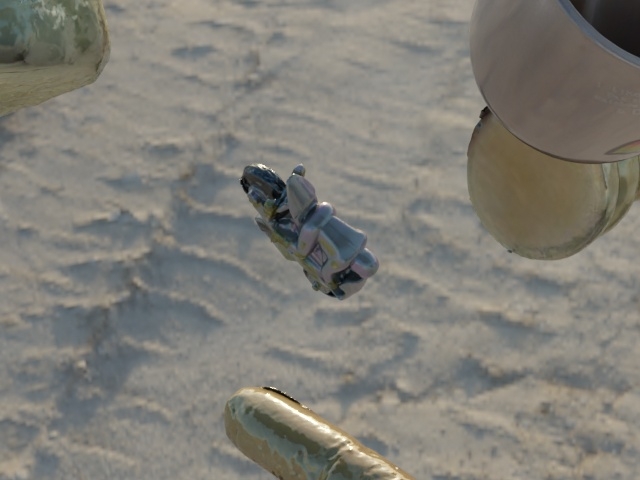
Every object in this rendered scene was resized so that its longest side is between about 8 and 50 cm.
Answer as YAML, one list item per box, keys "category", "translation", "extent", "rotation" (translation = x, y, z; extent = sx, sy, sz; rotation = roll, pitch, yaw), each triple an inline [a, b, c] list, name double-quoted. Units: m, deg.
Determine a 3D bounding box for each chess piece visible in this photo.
- category: "chess piece"
  translation: [0.255, -0.084, 1.137]
  extent: [0.143, 0.142, 0.261]
  rotation: [29, 35, 34]

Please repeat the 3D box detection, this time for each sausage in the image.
- category: "sausage"
  translation: [0.039, 0.189, 0.947]
  extent: [0.301, 0.065, 0.066]
  rotation: [28, 47, 35]

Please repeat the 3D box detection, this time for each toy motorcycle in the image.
- category: "toy motorcycle"
  translation: [0.000, 0.000, 1.513]
  extent: [0.152, 0.225, 0.073]
  rotation: [16, 58, 45]

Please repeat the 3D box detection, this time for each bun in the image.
- category: "bun"
  translation: [-0.260, -0.153, 0.879]
  extent: [0.239, 0.141, 0.239]
  rotation: [-15, 0, 0]

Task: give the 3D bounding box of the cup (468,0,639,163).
- category: "cup"
  translation: [0.229, -0.172, 0.878]
  extent: [0.253, 0.200, 0.191]
  rotation: [-28, 81, -14]
